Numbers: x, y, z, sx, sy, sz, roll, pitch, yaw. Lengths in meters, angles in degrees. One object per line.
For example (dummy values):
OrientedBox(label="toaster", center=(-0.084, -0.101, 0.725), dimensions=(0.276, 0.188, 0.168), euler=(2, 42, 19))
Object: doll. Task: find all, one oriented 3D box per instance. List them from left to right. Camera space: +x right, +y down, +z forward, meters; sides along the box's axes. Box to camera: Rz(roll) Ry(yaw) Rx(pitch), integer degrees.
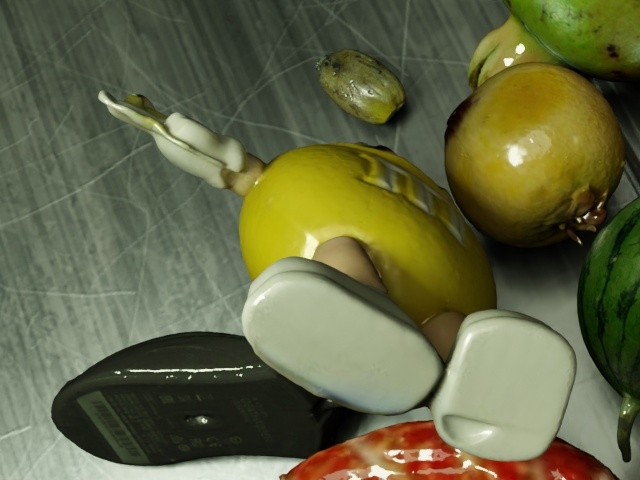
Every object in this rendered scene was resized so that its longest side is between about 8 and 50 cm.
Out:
OrientedBox(label="doll", center=(0.022, 0.020, 1.021), dimensions=(0.161, 0.348, 0.423), euler=(-54, 44, 8))

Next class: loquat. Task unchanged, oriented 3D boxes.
OrientedBox(label="loquat", center=(0.170, -0.066, 1.149), dimensions=(0.163, 0.137, 0.163), euler=(-8, 80, 53))

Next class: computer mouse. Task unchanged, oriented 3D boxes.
OrientedBox(label="computer mouse", center=(-0.091, 0.120, 1.188), dimensions=(0.264, 0.147, 0.088), euler=(-1, 53, 16))

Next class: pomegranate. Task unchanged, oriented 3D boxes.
OrientedBox(label="pomegranate", center=(0.233, -0.195, 1.183), dimensions=(0.241, 0.190, 0.159), euler=(-36, 74, -1))

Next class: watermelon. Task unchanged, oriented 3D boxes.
OrientedBox(label="watermelon", center=(0.279, 0.057, 1.084), dimensions=(0.188, 0.188, 0.215), euler=(38, 78, 23))

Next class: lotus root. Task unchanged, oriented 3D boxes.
OrientedBox(label="lotus root", center=(0.033, -0.141, 1.290), dimensions=(0.099, 0.049, 0.054), euler=(38, 86, 28))

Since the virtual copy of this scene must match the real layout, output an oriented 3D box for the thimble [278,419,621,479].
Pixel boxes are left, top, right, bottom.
OrientedBox(label="thimble", center=(0.108, 0.290, 1.026), dimensions=(0.350, 0.230, 0.350), euler=(-4, 72, 14))
